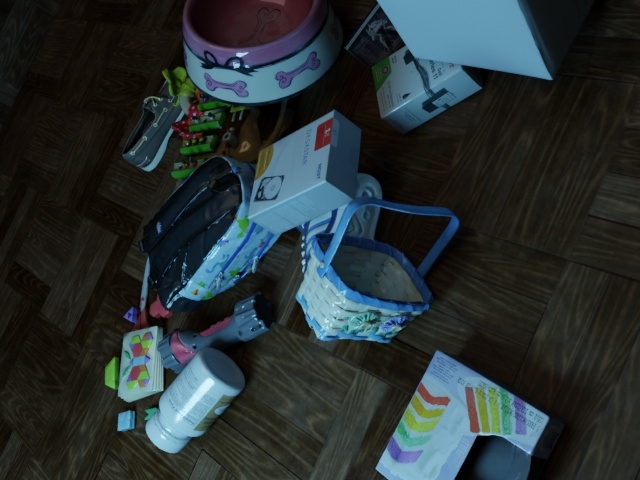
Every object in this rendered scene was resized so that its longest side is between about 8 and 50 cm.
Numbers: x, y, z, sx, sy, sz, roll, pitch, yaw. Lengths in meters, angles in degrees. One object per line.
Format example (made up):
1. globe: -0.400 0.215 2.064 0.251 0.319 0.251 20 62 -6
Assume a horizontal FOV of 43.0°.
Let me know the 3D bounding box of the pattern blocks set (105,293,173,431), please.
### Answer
1. pattern blocks set: -0.457 0.310 2.076 0.285 0.026 0.325 -31 56 28

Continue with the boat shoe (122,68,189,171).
1. boat shoe: -0.484 -0.370 2.412 0.116 0.096 0.324 23 87 48

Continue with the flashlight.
1. flashlight: -0.243 0.210 1.889 0.304 0.103 0.103 -31 9 27

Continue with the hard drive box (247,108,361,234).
1. hard drive box: -0.032 -0.137 1.685 0.232 0.089 0.181 -23 48 39

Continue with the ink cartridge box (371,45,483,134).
1. ink cartridge box: 0.222 -0.345 1.711 0.208 0.087 0.153 -29 52 30

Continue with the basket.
1. basket: 0.106 0.051 1.516 0.201 0.254 0.289 53 128 46

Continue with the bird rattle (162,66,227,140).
1. bird rattle: -0.337 -0.396 2.269 0.206 0.143 0.254 -30 52 10

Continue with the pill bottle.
1. pill bottle: -0.285 0.363 1.823 0.229 0.131 0.131 -49 44 15

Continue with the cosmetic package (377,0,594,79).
1. cosmetic package: 0.320 -0.565 1.480 0.329 0.327 0.394 20 76 38

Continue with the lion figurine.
1. lion figurine: -0.224 -0.213 2.036 0.392 0.142 0.240 -28 38 42

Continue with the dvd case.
1. dvd case: 0.157 -0.473 1.892 0.164 0.018 0.221 -52 44 13

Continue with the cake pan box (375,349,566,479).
1. cake pan box: 0.247 0.348 1.356 0.267 0.070 0.246 30 94 47

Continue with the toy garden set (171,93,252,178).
1. toy garden set: -0.265 -0.277 2.002 0.203 0.049 0.244 -3 60 38

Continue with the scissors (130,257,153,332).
1. scissors: -0.486 0.184 2.192 0.109 0.021 0.297 -35 50 30

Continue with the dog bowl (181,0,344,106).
1. dog bowl: -0.153 -0.525 1.981 0.407 0.150 0.408 -5 55 7

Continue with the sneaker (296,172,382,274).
1. sneaker: 0.000 -0.001 1.744 0.236 0.130 0.323 9 80 55

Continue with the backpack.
1. backpack: -0.245 -0.039 1.921 0.356 0.273 0.290 -59 41 35
